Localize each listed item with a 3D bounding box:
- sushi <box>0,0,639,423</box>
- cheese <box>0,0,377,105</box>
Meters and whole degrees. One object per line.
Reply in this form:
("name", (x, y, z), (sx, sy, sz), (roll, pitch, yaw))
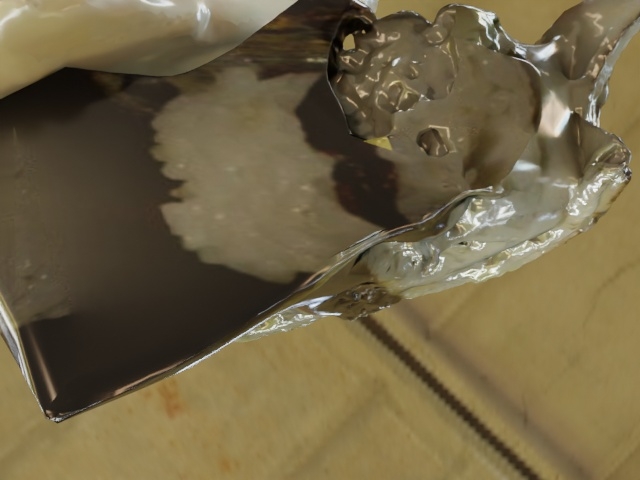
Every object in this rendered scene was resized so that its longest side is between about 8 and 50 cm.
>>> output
("sushi", (0.003, -0.018, 0.726), (0.273, 0.109, 0.134), (-24, -118, -3))
("cheese", (-0.141, -0.157, 0.819), (0.332, 0.153, 0.292), (46, -134, 13))
